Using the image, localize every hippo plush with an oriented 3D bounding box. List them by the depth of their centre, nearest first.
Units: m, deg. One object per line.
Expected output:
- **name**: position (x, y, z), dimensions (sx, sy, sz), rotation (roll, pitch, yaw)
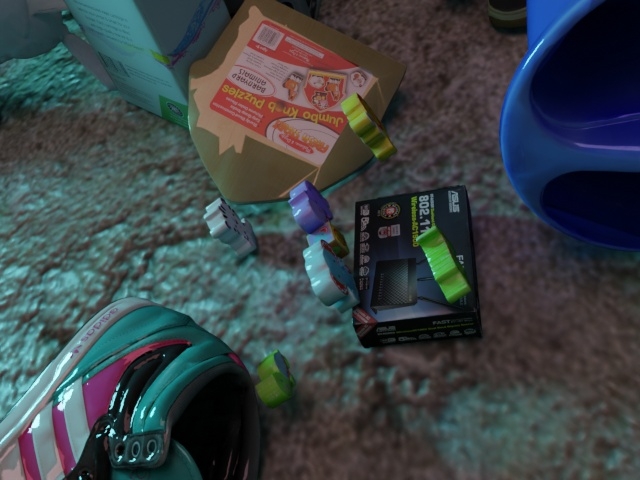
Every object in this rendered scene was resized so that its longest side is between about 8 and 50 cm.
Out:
- **hippo plush**: position (-0.382, -0.328, 0.855), dimensions (0.294, 0.234, 0.237), rotation (-2, 42, -2)

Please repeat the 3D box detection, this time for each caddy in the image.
- **caddy**: position (0.283, -0.107, 0.466), dimensions (0.341, 0.241, 0.179), rotation (-9, 45, 14)

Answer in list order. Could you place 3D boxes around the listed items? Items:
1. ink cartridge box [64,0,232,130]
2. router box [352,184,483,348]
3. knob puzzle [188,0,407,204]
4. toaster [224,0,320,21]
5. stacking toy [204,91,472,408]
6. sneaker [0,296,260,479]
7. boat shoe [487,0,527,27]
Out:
- **ink cartridge box**: position (-0.170, -0.224, 0.735), dimensions (0.154, 0.212, 0.093), rotation (28, 67, 35)
- **router box**: position (0.074, 0.019, 0.574), dimensions (0.092, 0.038, 0.123), rotation (-8, 52, 15)
- **knob puzzle**: position (-0.037, -0.116, 0.695), dimensions (0.213, 0.030, 0.213), rotation (0, 76, 0)
- **toaster**: position (-0.071, -0.312, 0.799), dimensions (0.110, 0.168, 0.186), rotation (-3, 54, 15)
- **stacking toy**: position (0.000, 0.000, 0.565), dimensions (0.167, 0.052, 0.221), rotation (-35, 42, 14)
- **sneaker**: position (-0.136, 0.177, 0.484), dimensions (0.178, 0.124, 0.296), rotation (9, 56, 37)
- **boat shoe**: position (0.219, -0.311, 0.749), dimensions (0.080, 0.073, 0.224), rotation (10, 59, 26)
